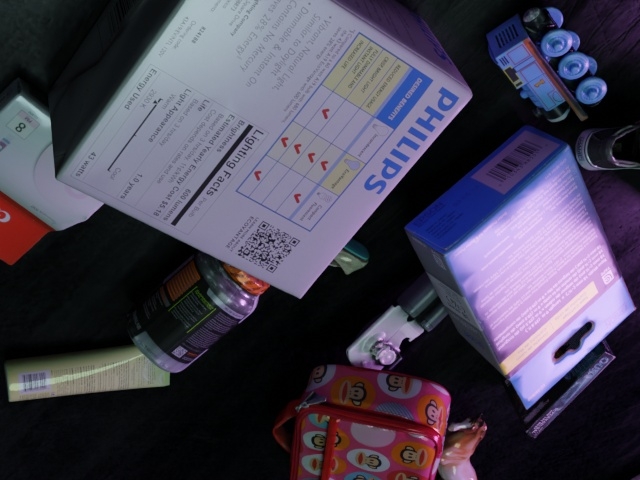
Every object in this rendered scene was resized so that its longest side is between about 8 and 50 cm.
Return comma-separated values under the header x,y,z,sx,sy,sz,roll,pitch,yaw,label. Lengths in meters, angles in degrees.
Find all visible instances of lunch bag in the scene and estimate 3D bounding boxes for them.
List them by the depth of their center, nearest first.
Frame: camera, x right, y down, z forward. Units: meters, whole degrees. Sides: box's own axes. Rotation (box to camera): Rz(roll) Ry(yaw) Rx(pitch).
x,y,z,sx,sy,sz,roll,pitch,yaw,label
0.054,0.305,1.916,0.258,0.120,0.293,11,141,5,lunch bag

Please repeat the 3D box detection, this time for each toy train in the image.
x,y,z,sx,sy,sz,roll,pitch,yaw,label
0.304,-0.231,1.675,0.105,0.080,0.184,-31,128,20,toy train

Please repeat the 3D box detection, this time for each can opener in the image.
x,y,z,sx,sy,sz,roll,pitch,yaw,label
0.143,0.090,1.862,0.280,0.093,0.074,-43,125,7,can opener

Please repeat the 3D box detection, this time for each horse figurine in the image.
x,y,z,sx,sy,sz,roll,pitch,yaw,label
0.199,0.387,2.087,0.175,0.066,0.263,-12,125,2,horse figurine

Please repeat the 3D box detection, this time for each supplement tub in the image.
x,y,z,sx,sy,sz,roll,pitch,yaw,label
-0.169,0.088,1.758,0.190,0.117,0.117,-39,124,15,supplement tub

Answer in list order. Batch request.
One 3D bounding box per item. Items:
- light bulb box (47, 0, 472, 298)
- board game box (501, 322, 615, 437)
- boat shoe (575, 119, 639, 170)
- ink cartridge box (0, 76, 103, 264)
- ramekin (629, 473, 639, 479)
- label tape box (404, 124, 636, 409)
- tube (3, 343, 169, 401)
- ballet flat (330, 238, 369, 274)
x,y,z,sx,sy,sz,roll,pitch,yaw,label
-0.083,-0.179,1.524,0.361,0.225,0.358,28,113,-29,light bulb box
0.368,0.202,1.959,0.026,0.126,0.186,27,115,-28,board game box
0.452,-0.131,1.735,0.219,0.070,0.077,-13,100,-35,boat shoe
-0.395,-0.072,1.632,0.232,0.066,0.189,-43,123,12,ink cartridge box
0.637,0.527,2.245,0.277,0.135,0.277,-6,126,-8,ramekin
0.291,0.042,1.794,0.241,0.106,0.333,-40,127,-13,label tape box
-0.337,0.192,1.833,0.240,0.062,0.070,-5,169,-16,tube
0.000,0.000,1.776,0.052,0.057,0.168,-37,125,25,ballet flat
